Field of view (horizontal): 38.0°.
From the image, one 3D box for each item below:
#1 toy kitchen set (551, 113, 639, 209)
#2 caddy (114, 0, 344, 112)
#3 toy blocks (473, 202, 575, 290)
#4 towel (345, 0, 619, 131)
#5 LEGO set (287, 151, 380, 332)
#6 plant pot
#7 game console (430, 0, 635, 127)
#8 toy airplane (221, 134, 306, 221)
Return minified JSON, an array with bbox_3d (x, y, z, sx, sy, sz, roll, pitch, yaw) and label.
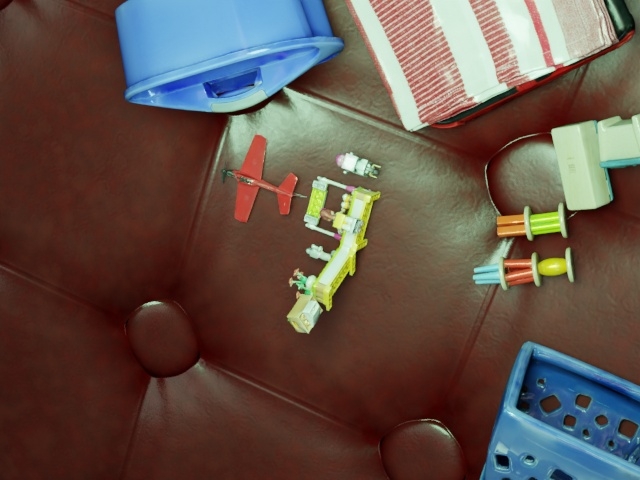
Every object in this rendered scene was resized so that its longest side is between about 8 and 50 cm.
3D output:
[{"bbox_3d":[0.465,-0.125,1.297,0.207,0.166,0.122,-2,104,56],"label":"toy kitchen set"},{"bbox_3d":[-0.135,-0.281,1.369,0.341,0.241,0.179,-12,92,21],"label":"caddy"},{"bbox_3d":[0.297,0.012,1.388,0.148,0.054,0.123,-8,100,21],"label":"toy blocks"},{"bbox_3d":[0.205,-0.309,1.260,0.329,0.037,0.237,-21,97,32],"label":"towel"},{"bbox_3d":[0.000,0.000,1.443,0.107,0.132,0.287,21,86,19],"label":"LEGO set"},{"bbox_3d":[0.355,0.319,1.351,0.236,0.236,0.212,22,115,12],"label":"plant pot"},{"bbox_3d":[0.202,-0.377,1.291,0.342,0.060,0.387,-25,96,32],"label":"game console"},{"bbox_3d":[-0.096,-0.089,1.510,0.151,0.028,0.151,4,102,18],"label":"toy airplane"}]
